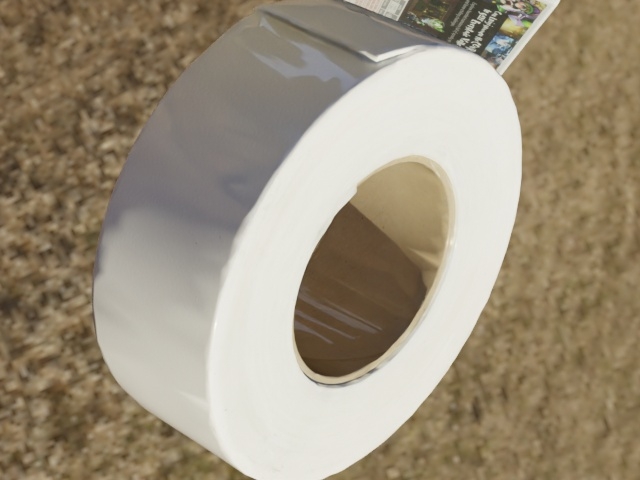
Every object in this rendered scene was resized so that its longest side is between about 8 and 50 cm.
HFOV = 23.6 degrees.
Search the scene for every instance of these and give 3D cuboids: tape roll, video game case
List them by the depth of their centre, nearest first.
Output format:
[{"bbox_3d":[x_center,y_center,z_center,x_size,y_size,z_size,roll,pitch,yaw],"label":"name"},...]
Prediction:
[{"bbox_3d":[0.000,0.000,0.921,0.286,0.100,0.286,-32,136,-37],"label":"tape roll"},{"bbox_3d":[0.080,-0.189,1.181,0.173,0.190,0.022,24,73,-3],"label":"video game case"}]
